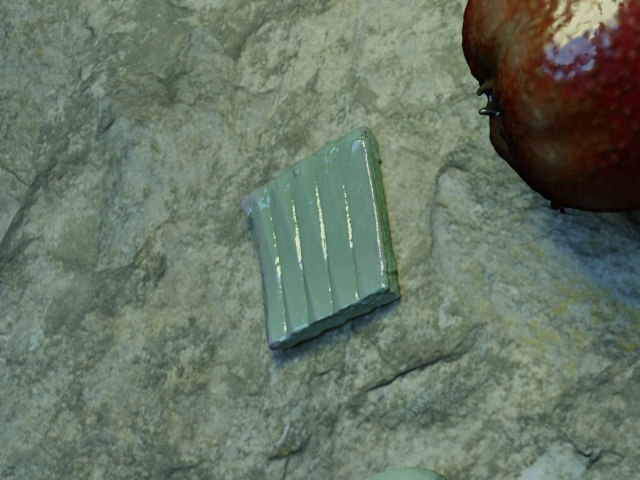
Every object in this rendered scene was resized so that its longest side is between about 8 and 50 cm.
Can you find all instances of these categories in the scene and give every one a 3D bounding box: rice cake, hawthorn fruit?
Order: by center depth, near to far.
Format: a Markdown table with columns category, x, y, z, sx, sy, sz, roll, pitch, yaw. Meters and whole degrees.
| category | x | y | z | sx | sy | sz | roll | pitch | yaw |
| --- | --- | --- | --- | --- | --- | --- | --- | --- | --- |
| hawthorn fruit | 0.313 | -0.187 | 1.809 | 0.369 | 0.285 | 0.284 | -28 | 62 | 15 |
| rice cake | 0.000 | 0.000 | 2.098 | 0.189 | 0.037 | 0.198 | -28 | 62 | 24 |

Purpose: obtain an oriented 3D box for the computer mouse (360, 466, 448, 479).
| category | x | y | z | sx | sy | sz | roll | pitch | yaw |
| --- | --- | --- | --- | --- | --- | --- | --- | --- | --- |
| computer mouse | 0.038 | 0.307 | 1.961 | 0.229 | 0.068 | 0.113 | -36 | 57 | 20 |
